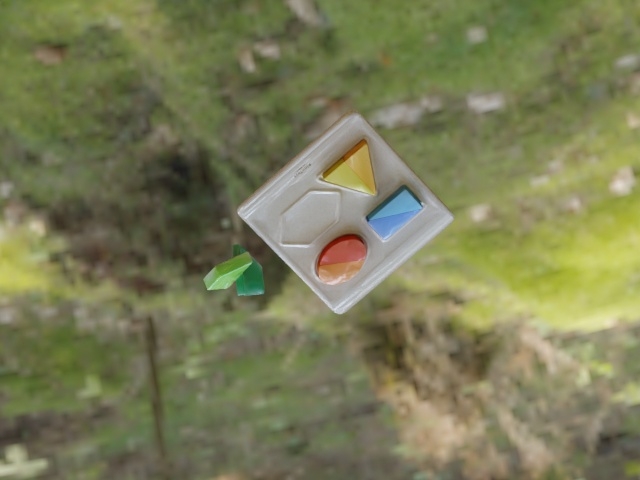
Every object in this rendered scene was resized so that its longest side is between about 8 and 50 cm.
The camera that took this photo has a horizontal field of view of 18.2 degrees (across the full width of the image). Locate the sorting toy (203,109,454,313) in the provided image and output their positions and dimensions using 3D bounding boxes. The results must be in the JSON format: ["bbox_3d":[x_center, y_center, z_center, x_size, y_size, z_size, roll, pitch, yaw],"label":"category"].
[{"bbox_3d":[0.000,0.000,0.719,0.083,0.012,0.062,-41,115,9],"label":"sorting toy"}]
